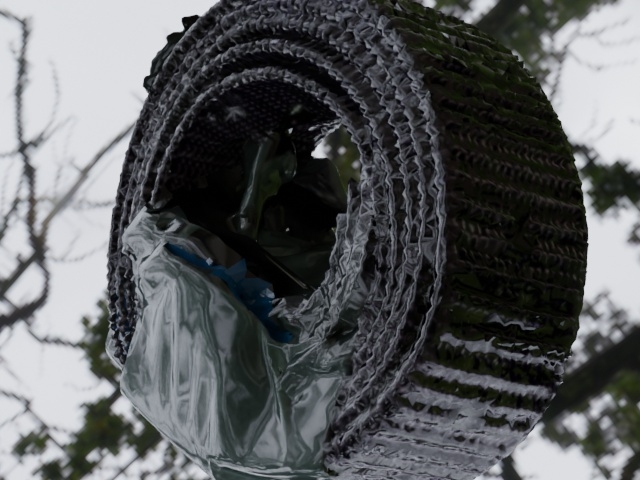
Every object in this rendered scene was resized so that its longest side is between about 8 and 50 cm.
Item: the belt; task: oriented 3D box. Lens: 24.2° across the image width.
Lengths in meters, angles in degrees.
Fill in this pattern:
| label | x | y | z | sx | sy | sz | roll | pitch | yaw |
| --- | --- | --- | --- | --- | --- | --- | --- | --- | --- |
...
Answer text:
| label | x | y | z | sx | sy | sz | roll | pitch | yaw |
| --- | --- | --- | --- | --- | --- | --- | --- | --- | --- |
| belt | 0.000 | 0.000 | 0.764 | 0.122 | 0.260 | 0.325 | 13 | -169 | -36 |
